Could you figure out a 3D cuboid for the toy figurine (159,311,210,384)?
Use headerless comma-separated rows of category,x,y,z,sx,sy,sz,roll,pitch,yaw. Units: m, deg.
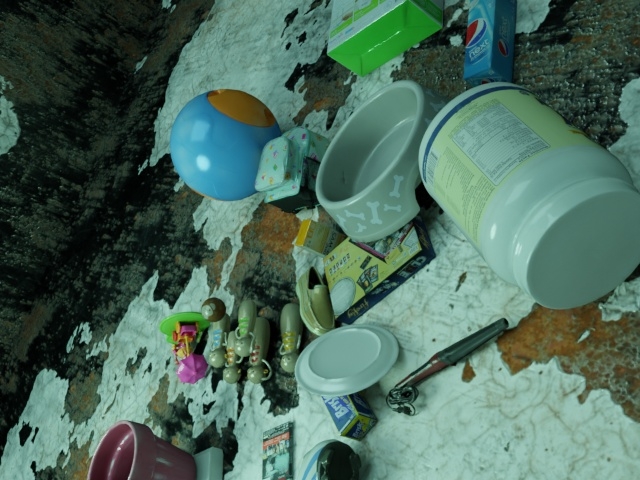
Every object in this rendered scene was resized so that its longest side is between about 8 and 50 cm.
toy figurine,-0.337,0.288,1.857,0.173,0.130,0.159,123,142,-49

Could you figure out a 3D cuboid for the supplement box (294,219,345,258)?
supplement box,0.000,0.000,1.596,0.036,0.098,0.062,2,71,57

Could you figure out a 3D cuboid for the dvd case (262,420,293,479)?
dvd case,-0.088,0.437,1.504,0.087,0.013,0.119,-33,44,37

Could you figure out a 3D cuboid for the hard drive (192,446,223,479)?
hard drive,-0.331,0.613,1.684,0.308,0.040,0.203,-32,45,36

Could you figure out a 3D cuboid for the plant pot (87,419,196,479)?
plant pot,-0.382,0.512,1.619,0.201,0.180,0.201,-30,46,37

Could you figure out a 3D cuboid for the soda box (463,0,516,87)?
soda box,0.332,-0.394,1.444,0.067,0.071,0.210,-18,55,46

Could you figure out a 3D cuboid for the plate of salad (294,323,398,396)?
plate of salad,0.050,0.226,1.373,0.200,0.048,0.199,-15,28,8

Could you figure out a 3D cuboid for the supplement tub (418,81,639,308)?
supplement tub,0.314,-0.074,1.117,0.235,0.235,0.324,-51,37,18

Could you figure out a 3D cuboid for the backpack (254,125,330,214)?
backpack,-0.062,-0.177,1.757,0.166,0.144,0.188,-14,55,54

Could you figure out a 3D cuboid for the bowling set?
bowling set,-0.188,0.225,1.621,0.287,0.200,0.154,-32,47,43

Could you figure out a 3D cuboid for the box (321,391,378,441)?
box,0.041,0.294,1.394,0.059,0.054,0.169,-53,37,15

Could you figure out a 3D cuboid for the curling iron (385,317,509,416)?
curling iron,0.212,0.212,1.242,0.274,0.035,0.068,-43,44,28

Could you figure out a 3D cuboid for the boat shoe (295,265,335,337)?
boat shoe,-0.008,0.123,1.541,0.072,0.068,0.190,-66,31,28

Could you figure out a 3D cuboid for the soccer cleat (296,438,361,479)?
soccer cleat,0.002,0.514,1.274,0.143,0.116,0.331,-39,37,56

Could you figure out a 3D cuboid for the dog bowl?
dog bowl,0.126,-0.171,1.491,0.349,0.102,0.348,-39,32,30

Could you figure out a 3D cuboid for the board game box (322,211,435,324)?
board game box,0.110,0.035,1.481,0.243,0.042,0.165,-41,40,29

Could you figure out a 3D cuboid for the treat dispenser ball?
treat dispenser ball,-0.240,-0.243,1.898,0.288,0.288,0.288,-31,46,38

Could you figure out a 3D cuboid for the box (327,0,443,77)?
box,0.150,-0.555,1.735,0.262,0.127,0.231,-24,50,43
